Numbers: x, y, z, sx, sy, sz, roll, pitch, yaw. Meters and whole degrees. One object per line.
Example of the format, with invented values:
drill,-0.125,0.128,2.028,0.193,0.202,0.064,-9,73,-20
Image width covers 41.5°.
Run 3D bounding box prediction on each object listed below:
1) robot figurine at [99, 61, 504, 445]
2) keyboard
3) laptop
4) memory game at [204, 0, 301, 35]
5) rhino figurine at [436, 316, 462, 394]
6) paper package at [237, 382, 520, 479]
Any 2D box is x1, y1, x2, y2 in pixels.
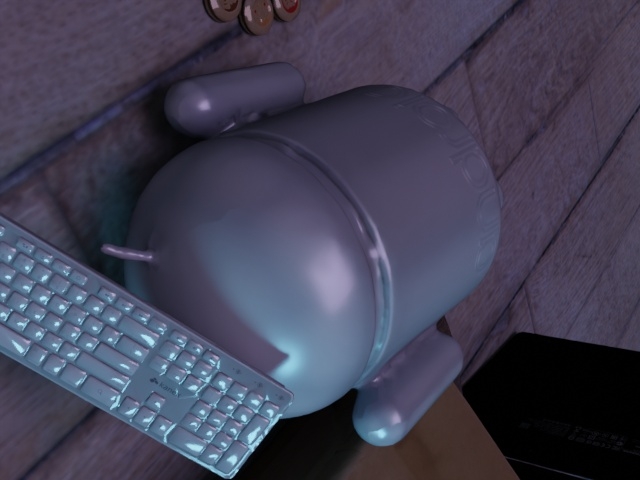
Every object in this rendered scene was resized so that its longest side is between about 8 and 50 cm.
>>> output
robot figurine,0.000,0.000,0.632,0.353,0.200,0.300,-30,84,-47
keyboard,-0.139,0.049,0.477,0.256,0.014,0.072,33,101,-12
laptop,0.316,0.318,0.936,0.408,0.382,0.236,-32,120,-46
memory game,-0.056,-0.259,0.675,0.186,0.012,0.186,-10,103,-51
rhino figurine,0.106,0.131,0.892,0.106,0.073,0.243,-24,112,-44
paper package,0.060,0.316,0.692,0.325,0.168,0.309,54,48,-9
